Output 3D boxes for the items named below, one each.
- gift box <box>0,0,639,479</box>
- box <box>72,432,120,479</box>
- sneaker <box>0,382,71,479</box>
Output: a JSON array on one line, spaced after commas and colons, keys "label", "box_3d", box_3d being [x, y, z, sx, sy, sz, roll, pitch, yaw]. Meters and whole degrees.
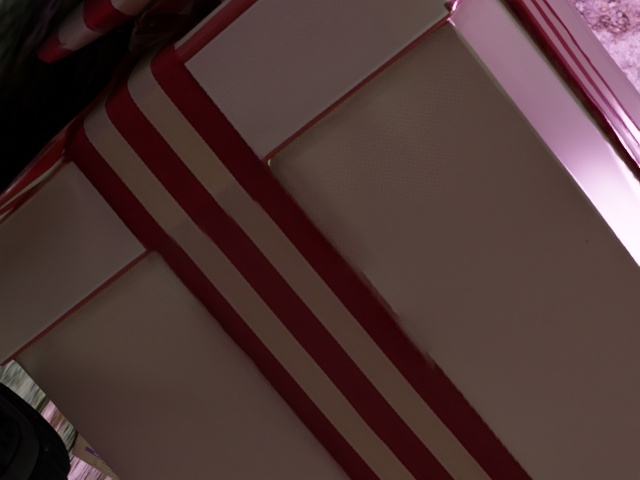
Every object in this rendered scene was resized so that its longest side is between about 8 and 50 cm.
[{"label": "gift box", "box_3d": [0.000, 0.000, 0.485, 0.276, 0.258, 0.255, -35, -172, 20]}, {"label": "box", "box_3d": [-0.142, 0.206, 1.264, 0.117, 0.213, 0.243, -58, 179, -34]}, {"label": "sneaker", "box_3d": [-0.175, 0.149, 0.352, 0.130, 0.109, 0.286, -52, -179, 23]}]
